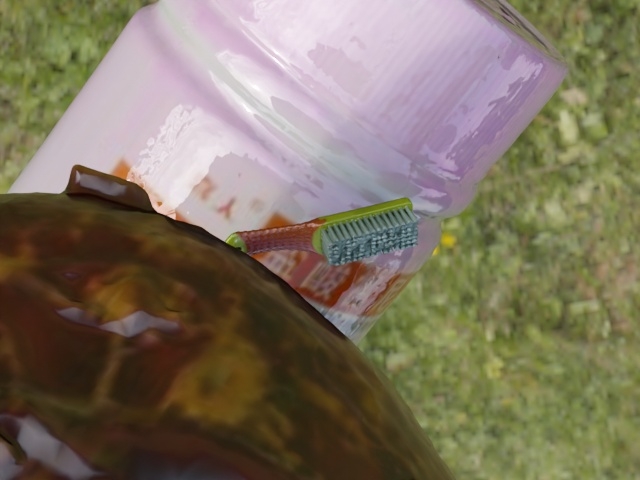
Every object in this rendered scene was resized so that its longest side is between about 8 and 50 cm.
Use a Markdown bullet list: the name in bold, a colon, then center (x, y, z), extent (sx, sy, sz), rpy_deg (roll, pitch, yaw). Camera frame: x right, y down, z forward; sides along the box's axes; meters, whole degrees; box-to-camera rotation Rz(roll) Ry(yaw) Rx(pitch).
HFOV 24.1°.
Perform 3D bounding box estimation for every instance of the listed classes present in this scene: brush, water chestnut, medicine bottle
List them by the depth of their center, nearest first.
- **water chestnut**: center (-0.103, 0.149, 0.445), extent (0.350, 0.350, 0.302), rpy_deg (1, -178, -5)
- **brush**: center (0.000, 0.000, 0.628), extent (0.083, 0.021, 0.019), rpy_deg (-9, 132, -10)
- **medicine bottle**: center (-0.040, -0.029, 0.792), extent (0.202, 0.202, 0.316), rpy_deg (28, 108, -32)
